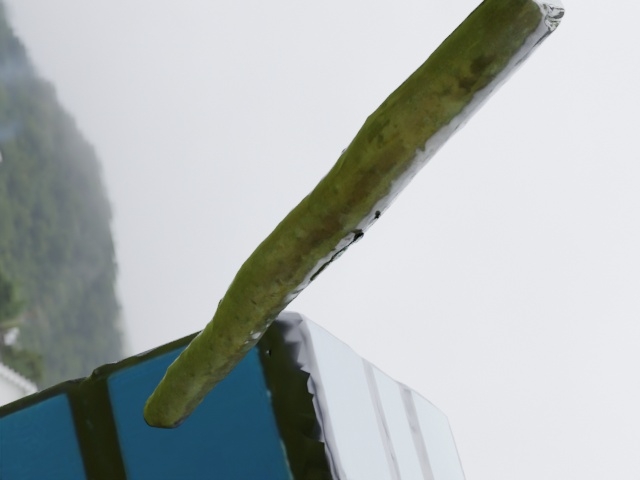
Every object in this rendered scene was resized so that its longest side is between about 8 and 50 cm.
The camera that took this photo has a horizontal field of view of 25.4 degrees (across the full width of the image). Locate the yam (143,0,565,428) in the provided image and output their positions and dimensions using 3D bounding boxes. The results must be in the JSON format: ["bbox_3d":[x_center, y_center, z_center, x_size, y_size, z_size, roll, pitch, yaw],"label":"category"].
[{"bbox_3d":[0.000,-0.001,0.479,0.234,0.027,0.029,-49,-115,34],"label":"yam"}]

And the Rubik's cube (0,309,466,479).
[{"bbox_3d":[-0.058,0.231,0.764,0.293,0.288,0.283,41,29,-66],"label":"Rubik's cube"}]
